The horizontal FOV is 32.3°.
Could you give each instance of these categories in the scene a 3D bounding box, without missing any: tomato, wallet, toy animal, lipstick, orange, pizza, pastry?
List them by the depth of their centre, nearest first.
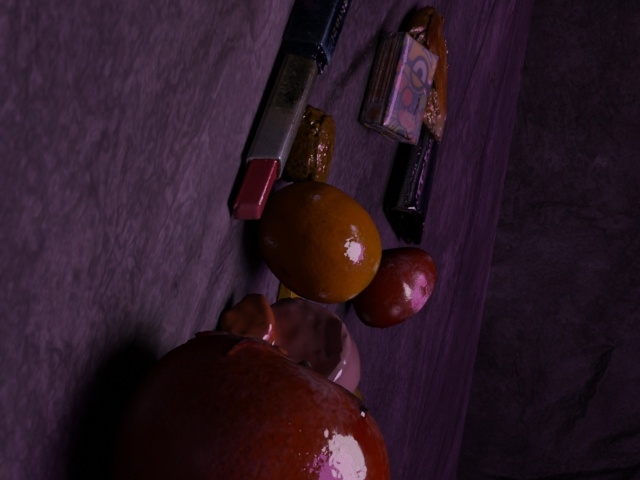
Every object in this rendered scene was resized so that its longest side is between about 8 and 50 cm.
[{"bbox_3d":[-0.073,0.219,1.035,0.265,0.265,0.265,13,90,-74],"label":"tomato"},{"bbox_3d":[-0.032,-0.166,1.253,0.051,0.051,0.312,66,40,-67],"label":"lipstick"},{"bbox_3d":[0.000,0.000,1.305,0.124,0.156,0.156,-44,150,-25],"label":"orange"},{"bbox_3d":[-0.017,-0.112,1.350,0.097,0.057,0.109,-67,165,-48],"label":"pastry"},{"bbox_3d":[-0.029,0.182,1.352,0.281,0.169,0.195,86,-12,-54],"label":"toy animal"},{"bbox_3d":[0.112,0.059,1.823,0.159,0.139,0.091,-51,127,-28],"label":"tomato"},{"bbox_3d":[0.172,-0.285,1.844,0.226,0.069,0.147,73,25,-46],"label":"pizza"},{"bbox_3d":[0.180,-0.123,2.029,0.262,0.071,0.221,57,43,-73],"label":"wallet"}]

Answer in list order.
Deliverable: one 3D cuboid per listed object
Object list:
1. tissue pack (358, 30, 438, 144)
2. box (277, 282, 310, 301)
[{"bbox_3d":[0.120,-0.230,1.675,0.108,0.060,0.148,22,81,-52],"label":"tissue pack"},{"bbox_3d":[-0.020,0.044,1.522,0.155,0.023,0.087,-16,121,-72],"label":"box"}]
